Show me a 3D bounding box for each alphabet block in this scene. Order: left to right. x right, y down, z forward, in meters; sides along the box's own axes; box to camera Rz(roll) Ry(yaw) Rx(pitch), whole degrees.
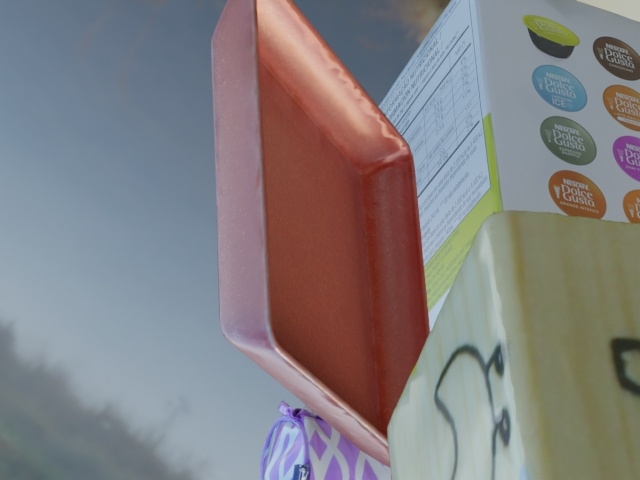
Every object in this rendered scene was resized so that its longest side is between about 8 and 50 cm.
[{"bbox_3d":[0.151,0.125,0.835,0.193,0.197,0.192,7,139,-14],"label":"alphabet block"}]

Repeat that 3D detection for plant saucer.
[{"bbox_3d":[0.000,0.000,1.117,0.047,0.258,0.259,-15,149,20],"label":"plant saucer"}]

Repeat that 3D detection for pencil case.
[{"bbox_3d":[0.055,0.162,1.308,0.206,0.088,0.086,5,177,-28],"label":"pencil case"}]

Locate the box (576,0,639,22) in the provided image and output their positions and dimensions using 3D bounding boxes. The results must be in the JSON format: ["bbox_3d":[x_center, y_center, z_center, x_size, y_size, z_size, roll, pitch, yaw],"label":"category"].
[{"bbox_3d":[0.298,-0.249,1.935,0.275,0.113,0.094,5,-145,-51],"label":"box"}]

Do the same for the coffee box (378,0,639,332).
[{"bbox_3d":[0.212,0.029,1.577,0.337,0.334,0.338,15,138,-20],"label":"coffee box"}]
